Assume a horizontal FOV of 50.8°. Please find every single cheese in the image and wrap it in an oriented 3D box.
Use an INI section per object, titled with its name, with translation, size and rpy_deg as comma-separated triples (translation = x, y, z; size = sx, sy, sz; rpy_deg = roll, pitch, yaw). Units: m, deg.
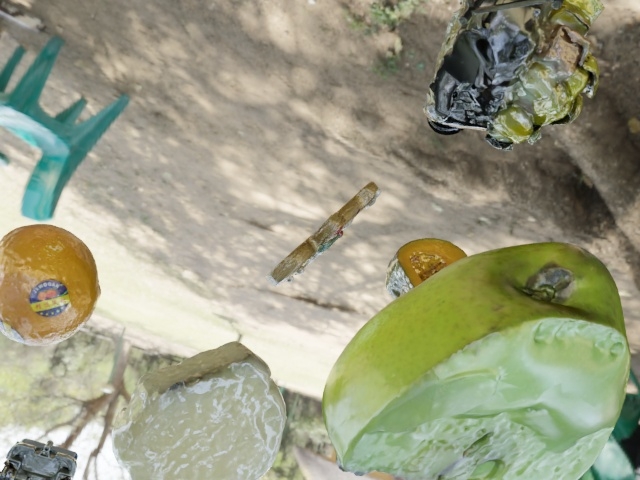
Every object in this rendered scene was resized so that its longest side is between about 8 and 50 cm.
[cheese]
translation = -0.214, 0.339, 1.248
size = 0.318, 0.326, 0.115
rpy_deg = 24, -177, -32

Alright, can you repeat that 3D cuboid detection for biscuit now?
[biscuit]
translation = 0.000, 0.000, 1.328
size = 0.049, 0.301, 0.197
rpy_deg = 46, 137, 2

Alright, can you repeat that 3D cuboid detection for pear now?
[pear]
translation = 0.202, 0.130, 0.789
size = 0.343, 0.318, 0.238
rpy_deg = 22, -153, -29

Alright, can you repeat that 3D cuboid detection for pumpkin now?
[pumpkin]
translation = 0.287, 0.122, 1.561
size = 0.222, 0.139, 0.317
rpy_deg = -4, -145, -16

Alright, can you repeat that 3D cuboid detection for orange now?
[orange]
translation = -0.402, 0.064, 0.982
size = 0.155, 0.177, 0.178
rpy_deg = -16, 180, -26

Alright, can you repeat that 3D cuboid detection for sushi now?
[sushi]
translation = 0.379, -0.368, 1.296
size = 0.285, 0.328, 0.327
rpy_deg = 17, 142, 3

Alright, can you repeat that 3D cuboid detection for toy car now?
[toy car]
translation = -0.418, 0.376, 0.969
size = 0.097, 0.191, 0.100
rpy_deg = 20, 174, -10

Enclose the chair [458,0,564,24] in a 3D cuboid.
[chair]
translation = 0.285, -0.415, 0.919
size = 0.155, 0.260, 0.141
rpy_deg = 2, 131, 35
